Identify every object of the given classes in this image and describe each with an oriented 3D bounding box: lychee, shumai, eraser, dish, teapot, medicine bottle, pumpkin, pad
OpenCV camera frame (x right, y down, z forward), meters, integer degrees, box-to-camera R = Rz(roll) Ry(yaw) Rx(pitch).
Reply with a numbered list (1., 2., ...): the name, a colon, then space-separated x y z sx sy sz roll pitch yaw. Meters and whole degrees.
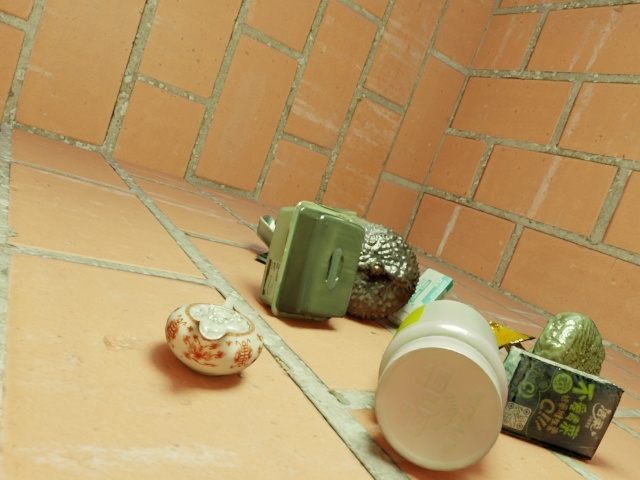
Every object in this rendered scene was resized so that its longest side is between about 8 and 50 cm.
1. lychee: 0.141 0.087 1.474 0.299 0.300 0.300 20 8 -3
2. shumai: 0.697 0.329 1.486 0.225 0.261 0.222 -18 18 -20
3. eraser: 0.312 0.185 1.548 0.095 0.225 0.052 26 -34 38
4. dish: -0.141 0.017 1.768 0.234 0.064 0.154 47 8 2
5. teapot: -0.174 0.155 0.827 0.159 0.116 0.245 6 13 -10
6. medicine bottle: 0.219 0.236 0.892 0.213 0.214 0.378 23 7 14
7. pumpkin: 0.492 0.298 1.458 0.247 0.126 0.131 14 -11 23
8. pad: -0.103 0.095 1.747 0.232 0.022 0.174 23 7 9

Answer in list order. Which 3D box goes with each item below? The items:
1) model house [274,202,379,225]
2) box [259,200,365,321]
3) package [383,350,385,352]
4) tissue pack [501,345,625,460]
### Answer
1. model house: 0.001 -0.002 1.707 0.284 0.244 0.298 10 6 -37
2. box: -0.019 0.056 1.256 0.220 0.291 0.166 14 -2 -43
3. package: 0.203 0.290 1.210 0.110 0.015 0.037 20 2 -17
4. tissue pack: 0.472 0.334 1.024 0.235 0.174 0.073 19 9 -5
